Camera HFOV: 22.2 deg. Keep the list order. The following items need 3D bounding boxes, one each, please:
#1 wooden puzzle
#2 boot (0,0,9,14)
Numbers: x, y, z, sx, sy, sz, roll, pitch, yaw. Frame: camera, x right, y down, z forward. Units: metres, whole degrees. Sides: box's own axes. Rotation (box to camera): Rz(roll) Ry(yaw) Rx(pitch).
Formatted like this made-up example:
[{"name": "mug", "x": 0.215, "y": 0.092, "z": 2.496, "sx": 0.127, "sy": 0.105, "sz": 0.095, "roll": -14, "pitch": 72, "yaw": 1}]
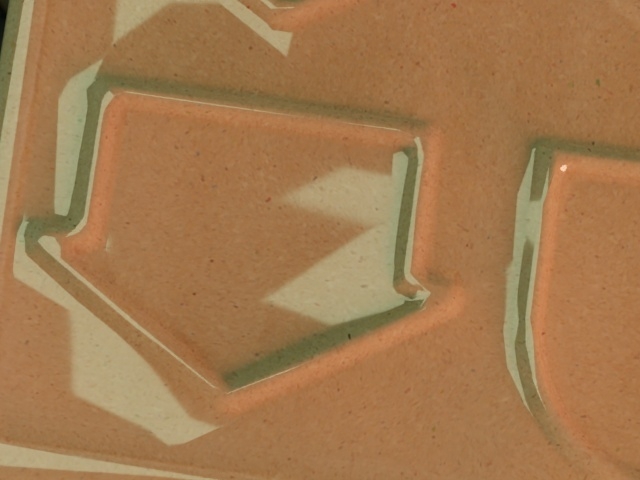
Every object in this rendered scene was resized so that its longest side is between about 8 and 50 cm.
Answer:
[{"name": "wooden puzzle", "x": 0.056, "y": -0.043, "z": 0.554, "sx": 0.322, "sy": 0.080, "sz": 0.347, "roll": 8, "pitch": 89, "yaw": -1}, {"name": "boot", "x": -0.149, "y": -0.129, "z": 0.812, "sx": 0.106, "sy": 0.082, "sz": 0.219, "roll": -23, "pitch": 77, "yaw": 37}]
